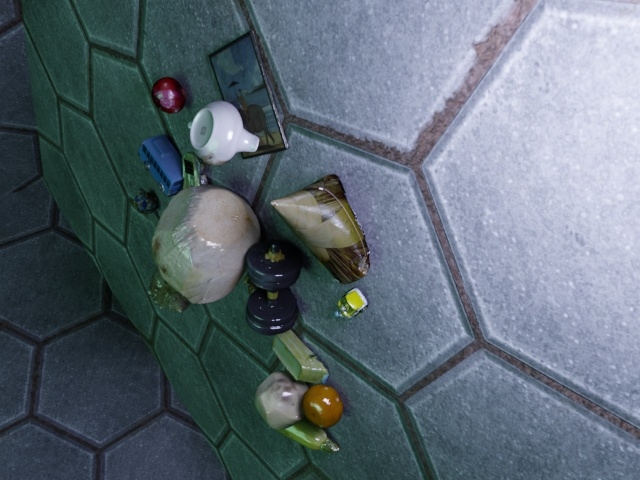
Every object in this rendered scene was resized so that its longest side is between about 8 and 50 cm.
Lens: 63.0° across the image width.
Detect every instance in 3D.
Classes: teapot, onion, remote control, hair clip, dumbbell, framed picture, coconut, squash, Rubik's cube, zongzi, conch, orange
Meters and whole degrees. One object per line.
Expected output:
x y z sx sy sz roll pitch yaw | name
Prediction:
-0.325 -0.339 1.651 0.298 0.139 0.204 30 107 42 | teapot
-0.532 -0.511 1.840 0.131 0.131 0.131 30 134 38 | onion
-0.823 -0.145 2.527 0.245 0.022 0.077 56 143 9 | remote control
-0.482 -0.172 1.996 0.138 0.091 0.321 30 114 50 | hair clip
-0.158 0.159 1.738 0.185 0.185 0.388 37 138 32 | dumbbell
-0.222 -0.426 1.587 0.265 0.016 0.347 2 113 52 | framed picture
-0.137 0.613 1.996 0.224 0.224 0.224 30 134 38 | coconut
-0.404 0.019 1.798 0.344 0.415 0.415 31 145 -10 | coconut
-0.057 0.749 2.058 0.287 0.137 0.137 18 126 39 | squash
-0.815 -0.175 2.434 0.093 0.111 0.111 18 131 10 | Rubik's cube
0.000 0.000 1.333 0.154 0.317 0.289 -27 92 29 | zongzi
-0.725 0.201 2.508 0.324 0.186 0.263 49 125 17 | conch
0.010 0.585 1.856 0.156 0.124 0.156 16 120 29 | orange

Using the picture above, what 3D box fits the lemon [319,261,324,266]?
0.023 0.049 1.544 0.062 0.062 0.083 42 153 27 | lemon

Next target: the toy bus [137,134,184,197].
-0.619 -0.306 2.085 0.234 0.116 0.133 54 143 10 | toy bus

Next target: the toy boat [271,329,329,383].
-0.090 0.422 1.911 0.276 0.084 0.111 43 138 28 | toy boat

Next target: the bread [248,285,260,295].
-0.241 0.198 1.981 0.085 0.053 0.085 30 134 38 | bread

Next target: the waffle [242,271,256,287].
-0.213 0.097 1.814 0.021 0.135 0.092 27 171 25 | waffle

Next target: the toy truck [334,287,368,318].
0.083 0.195 1.547 0.076 0.077 0.111 54 144 13 | toy truck
